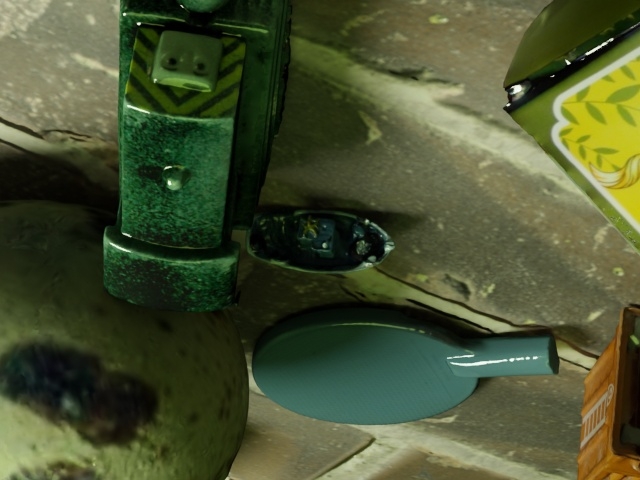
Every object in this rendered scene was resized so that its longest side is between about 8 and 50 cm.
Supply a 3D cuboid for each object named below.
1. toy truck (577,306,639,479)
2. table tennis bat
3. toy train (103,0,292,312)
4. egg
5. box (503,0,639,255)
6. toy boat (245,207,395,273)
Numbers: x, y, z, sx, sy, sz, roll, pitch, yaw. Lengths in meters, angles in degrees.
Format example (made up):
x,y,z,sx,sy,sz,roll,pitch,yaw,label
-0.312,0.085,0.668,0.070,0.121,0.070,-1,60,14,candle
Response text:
x,y,z,sx,sy,sz,roll,pitch,yaw,label
0.456,0.205,1.658,0.387,0.173,0.207,13,152,-5,toy truck
0.084,0.131,1.715,0.329,0.044,0.215,-8,142,23,table tennis bat
-0.101,-0.081,1.310,0.138,0.178,0.330,8,147,-2,toy train
-0.277,0.132,1.493,0.427,0.345,0.345,9,146,-11,egg
0.402,-0.070,1.177,0.420,0.138,0.373,45,134,-16,box
0.000,0.000,1.515,0.137,0.060,0.061,8,167,2,toy boat
